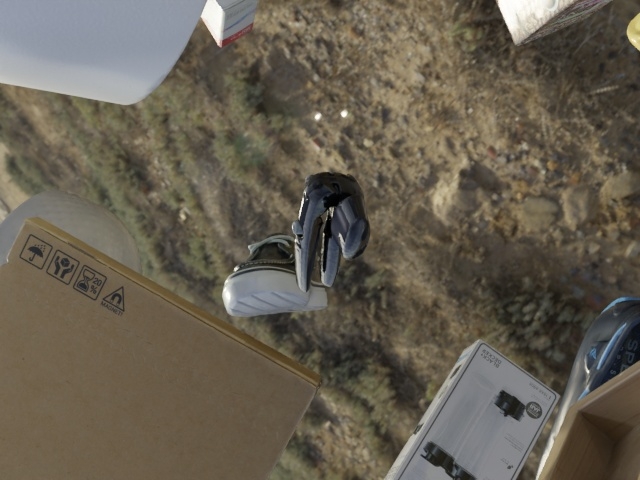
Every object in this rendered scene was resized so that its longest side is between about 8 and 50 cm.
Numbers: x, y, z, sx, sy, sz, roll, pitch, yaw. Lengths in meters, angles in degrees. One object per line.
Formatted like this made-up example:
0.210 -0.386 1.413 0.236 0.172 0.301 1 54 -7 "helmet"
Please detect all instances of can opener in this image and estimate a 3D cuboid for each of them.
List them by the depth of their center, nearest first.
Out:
0.000 0.000 0.682 0.059 0.073 0.186 0 153 -12 "can opener"

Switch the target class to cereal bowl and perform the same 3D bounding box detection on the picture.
-0.294 0.121 0.870 0.141 0.339 0.339 20 146 2 "cereal bowl"

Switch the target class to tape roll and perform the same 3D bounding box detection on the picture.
-0.132 -0.221 0.406 0.100 0.286 0.286 6 168 -32 "tape roll"

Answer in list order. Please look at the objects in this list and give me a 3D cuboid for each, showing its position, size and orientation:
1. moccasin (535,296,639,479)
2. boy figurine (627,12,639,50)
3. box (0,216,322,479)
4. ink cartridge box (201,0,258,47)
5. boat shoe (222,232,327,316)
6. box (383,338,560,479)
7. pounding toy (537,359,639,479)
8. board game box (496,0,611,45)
0.281 0.225 0.770 0.137 0.342 0.117 6 177 14 "moccasin"
0.547 -0.226 1.146 0.285 0.177 0.092 62 163 -8 "boy figurine"
-0.124 0.105 0.456 0.201 0.164 0.021 29 -172 3 "box"
-0.166 -0.414 1.245 0.127 0.072 0.175 59 170 -2 "ink cartridge box"
-0.070 0.049 1.139 0.335 0.121 0.119 33 -133 -78 "boat shoe"
0.243 0.329 1.230 0.169 0.290 0.087 35 157 4 "box"
0.159 0.116 0.277 0.094 0.206 0.181 42 133 5 "pounding toy"
0.352 -0.451 1.094 0.291 0.141 0.232 158 88 -83 "board game box"
